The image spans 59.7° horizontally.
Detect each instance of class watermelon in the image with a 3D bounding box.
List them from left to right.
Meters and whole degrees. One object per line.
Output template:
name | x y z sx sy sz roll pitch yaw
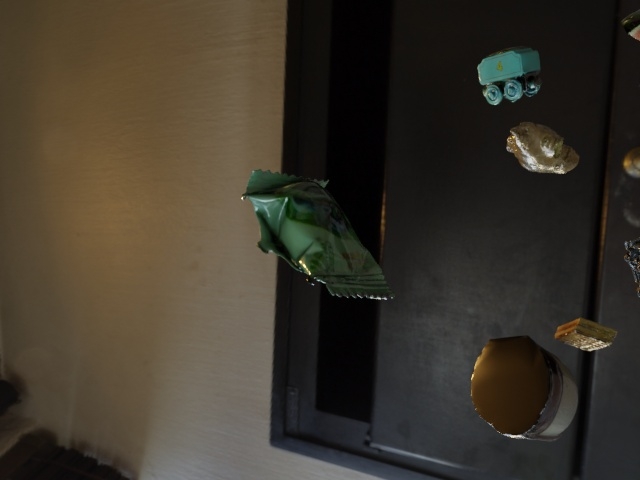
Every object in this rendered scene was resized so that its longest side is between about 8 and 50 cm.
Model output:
watermelon | 0.872 -0.566 1.472 0.125 0.135 0.094 -49 -53 -52

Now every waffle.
waffle | 0.674 0.242 1.426 0.148 0.103 0.042 83 -153 -72

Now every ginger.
ginger | 0.678 -0.308 1.771 0.270 0.219 0.123 33 -99 -34

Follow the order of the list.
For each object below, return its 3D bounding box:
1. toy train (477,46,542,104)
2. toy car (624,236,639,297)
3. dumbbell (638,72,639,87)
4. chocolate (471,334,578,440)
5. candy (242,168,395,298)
toy train | 0.571 -0.496 1.679 0.107 0.198 0.154 -19 -77 -28
toy car | 0.769 0.077 1.271 0.097 0.100 0.191 -47 -61 -76
dumbbell | 0.750 -0.419 1.145 0.152 0.153 0.218 -12 -72 -62
chocolate | 0.574 0.408 1.533 0.186 0.284 0.283 14 -99 -28
candy | 0.004 -0.005 1.381 0.263 0.398 0.172 -7 -45 -43
